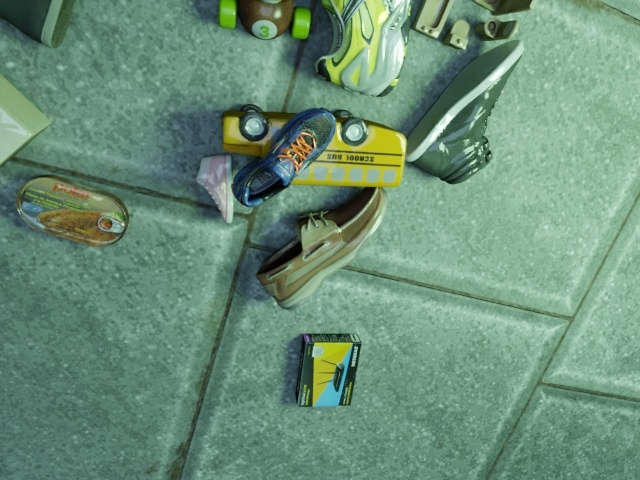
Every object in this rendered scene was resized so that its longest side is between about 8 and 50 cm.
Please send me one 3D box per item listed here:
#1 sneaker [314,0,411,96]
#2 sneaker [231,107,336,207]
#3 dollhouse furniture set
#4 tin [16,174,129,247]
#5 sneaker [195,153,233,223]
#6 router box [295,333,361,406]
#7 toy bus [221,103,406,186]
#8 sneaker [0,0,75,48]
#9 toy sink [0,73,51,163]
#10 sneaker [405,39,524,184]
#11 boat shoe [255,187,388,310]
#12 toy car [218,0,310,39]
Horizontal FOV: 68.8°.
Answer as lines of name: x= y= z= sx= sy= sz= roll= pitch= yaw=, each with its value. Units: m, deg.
sneaker: x=0.081 y=-0.442 z=0.773 sx=0.147 sy=0.145 sz=0.384 roll=2 pitch=109 yaw=-13
sneaker: x=-0.056 y=-0.128 z=0.778 sx=0.221 sy=0.087 sz=0.083 roll=-44 pitch=115 yaw=10
dollhouse furniture set: x=0.276 y=-0.420 z=0.829 sx=0.151 sy=0.123 sz=0.144 roll=17 pitch=106 yaw=-17
tin: x=-0.456 y=-0.055 z=0.870 sx=0.190 sy=0.040 sz=0.106 roll=20 pitch=110 yaw=-18
sneaker: x=-0.202 y=-0.098 z=0.898 sx=0.070 sy=0.051 sz=0.134 roll=-2 pitch=108 yaw=-9
router box: x=0.017 y=0.306 z=1.099 sx=0.133 sy=0.046 sz=0.179 roll=3 pitch=110 yaw=-12
toy bus: x=-0.015 y=-0.175 z=0.875 sx=0.333 sy=0.108 sz=0.130 roll=0 pitch=113 yaw=-12
sneaker: x=-0.431 y=-0.423 z=0.707 sx=0.118 sy=0.083 sz=0.222 roll=24 pitch=105 yaw=-18
toy sink: x=-0.585 y=-0.219 z=0.730 sx=0.153 sy=0.131 sz=0.234 roll=-39 pitch=118 yaw=5
sneaker: x=0.307 y=-0.238 z=0.923 sx=0.147 sy=0.104 sz=0.296 roll=35 pitch=107 yaw=-23
boat shoe: x=0.000 y=0.000 z=0.941 sx=0.116 sy=0.123 sz=0.324 roll=42 pitch=96 yaw=-20
toy car: x=-0.079 y=-0.397 z=0.731 sx=0.155 sy=0.188 sz=0.149 roll=3 pitch=110 yaw=-12
